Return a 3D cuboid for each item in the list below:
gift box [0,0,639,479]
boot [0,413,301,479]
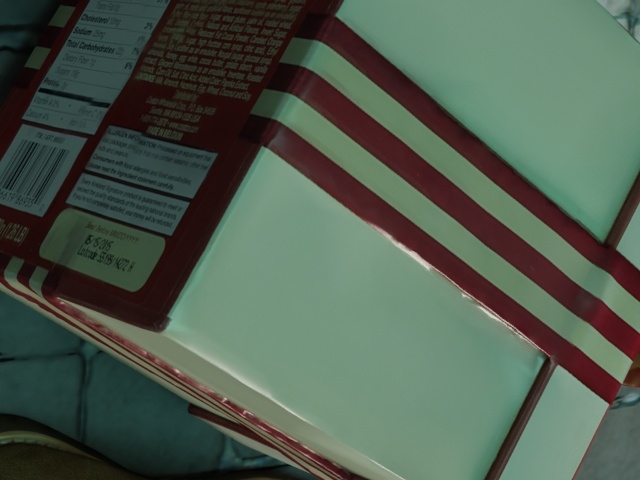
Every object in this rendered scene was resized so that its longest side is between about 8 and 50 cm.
[{"bbox_3d":[0.000,0.000,0.786,0.258,0.255,0.276,34,83,-35],"label":"gift box"},{"bbox_3d":[-0.058,0.181,0.902,0.305,0.115,0.112,21,95,-37],"label":"boot"}]
